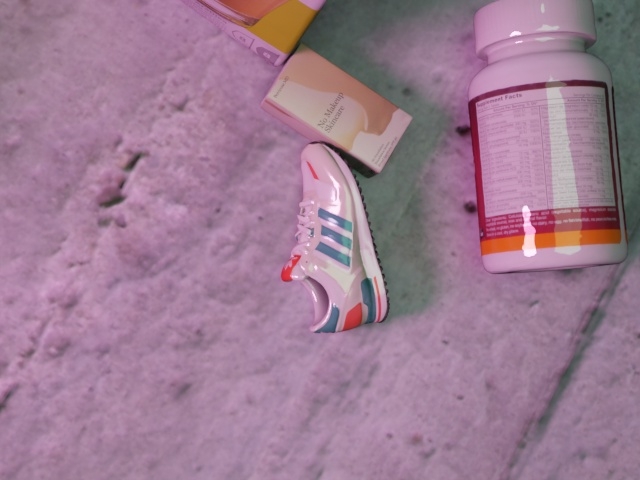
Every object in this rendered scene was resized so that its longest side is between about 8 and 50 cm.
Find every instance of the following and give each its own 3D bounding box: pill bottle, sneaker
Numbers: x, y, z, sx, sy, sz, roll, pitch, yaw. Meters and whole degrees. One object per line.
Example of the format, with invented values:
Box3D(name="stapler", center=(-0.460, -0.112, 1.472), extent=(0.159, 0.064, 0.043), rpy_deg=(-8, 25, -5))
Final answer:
Box3D(name="pill bottle", center=(0.187, -0.086, 0.856), extent=(0.121, 0.121, 0.221), rpy_deg=(-3, 86, -13))
Box3D(name="sneaker", center=(0.000, 0.000, 0.841), extent=(0.075, 0.057, 0.161), rpy_deg=(-18, 92, -19))

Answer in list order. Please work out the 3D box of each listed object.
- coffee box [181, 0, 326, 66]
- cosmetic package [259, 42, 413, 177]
Box3D(name="coffee box", center=(-0.053, -0.389, 0.718), extent=(0.337, 0.334, 0.338), rpy_deg=(33, 79, -8))
Box3D(name="cosmetic package", center=(0.013, -0.108, 0.860), extent=(0.115, 0.041, 0.060), rpy_deg=(31, 80, -8))
